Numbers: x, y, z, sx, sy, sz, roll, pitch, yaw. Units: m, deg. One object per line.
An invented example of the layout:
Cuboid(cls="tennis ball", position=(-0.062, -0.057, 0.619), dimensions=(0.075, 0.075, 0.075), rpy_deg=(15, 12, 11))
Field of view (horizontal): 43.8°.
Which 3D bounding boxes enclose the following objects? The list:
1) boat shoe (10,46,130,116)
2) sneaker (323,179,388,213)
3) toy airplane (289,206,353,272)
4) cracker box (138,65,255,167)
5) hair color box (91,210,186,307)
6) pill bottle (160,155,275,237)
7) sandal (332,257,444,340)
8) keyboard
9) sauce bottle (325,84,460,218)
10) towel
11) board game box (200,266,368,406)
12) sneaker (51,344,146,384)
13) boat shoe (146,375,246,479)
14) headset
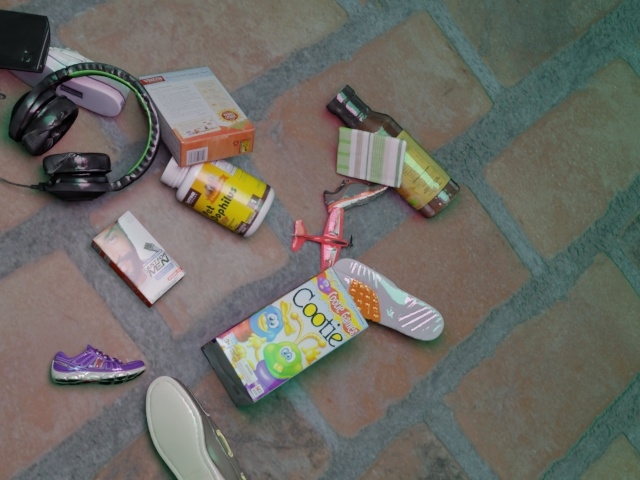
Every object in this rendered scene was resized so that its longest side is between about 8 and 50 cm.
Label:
Cuboid(cls="boat shoe", position=(-0.502, -0.334, 1.571), dimensions=(0.258, 0.095, 0.084), rpy_deg=(28, 52, -15))
Cuboid(cls="sneaker", position=(0.077, -0.111, 1.741), dimensions=(0.157, 0.061, 0.065), rpy_deg=(-20, 78, -24))
Cuboid(cls="toy airplane", position=(0.000, 0.000, 1.695), dimensions=(0.151, 0.028, 0.151), rpy_deg=(-1, 94, -19))
Cuboid(cls="cracker box", position=(-0.250, -0.251, 1.584), dimensions=(0.155, 0.067, 0.232), rpy_deg=(-15, 50, -26))
Cuboid(cls="hair color box", position=(-0.352, 0.037, 1.543), dimensions=(0.167, 0.053, 0.093), rpy_deg=(47, 67, -3))
Cuboid(cls="pill bottle", position=(-0.208, -0.103, 1.598), dimensions=(0.214, 0.117, 0.117), rpy_deg=(29, 68, -11))
Cuboid(cls="sandal", position=(0.134, 0.133, 1.687), dimensions=(0.265, 0.076, 0.102), rpy_deg=(30, 91, 1))
Cuboid(cls="keyboard", position=(-0.669, -0.346, 1.481), dimensions=(0.316, 0.033, 0.202), rpy_deg=(8, 72, 4))
Cuboid(cls="sauce bottle", position=(0.156, -0.200, 1.765), dimensions=(0.344, 0.111, 0.111), rpy_deg=(45, 66, -3))
Cuboid(cls="towel", position=(0.109, -0.182, 1.718), dimensions=(0.151, 0.113, 0.023), rpy_deg=(16, 31, 18))
Cuboid(cls="board game box", position=(-0.072, 0.188, 1.559), dimensions=(0.275, 0.144, 0.142), rpy_deg=(-30, 88, -25))
Cuboid(cls="sneaker", position=(-0.407, 0.227, 1.467), dimensions=(0.169, 0.068, 0.071), rpy_deg=(4, 69, -19))
Cuboid(cls="boat shoe", position=(-0.225, 0.389, 1.479), dimensions=(0.109, 0.091, 0.305), rpy_deg=(-31, 82, 18))
Cuboid(cls="headset", position=(-0.486, -0.170, 1.462), dimensions=(0.394, 0.185, 0.244), rpy_deg=(-31, 97, -3))
